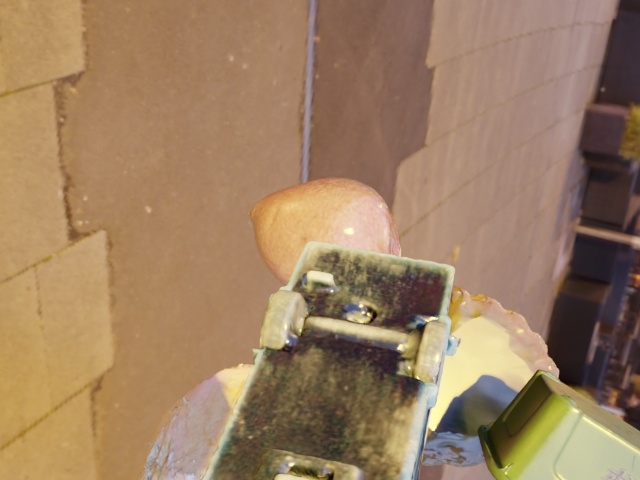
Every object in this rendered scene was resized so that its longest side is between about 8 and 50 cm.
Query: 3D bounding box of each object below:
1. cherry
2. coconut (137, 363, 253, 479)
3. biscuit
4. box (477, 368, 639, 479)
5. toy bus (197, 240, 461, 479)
[{"bbox_3d":[0.008,0.007,1.379,0.239,0.239,0.206,-2,79,-66],"label":"cherry"},{"bbox_3d":[-0.073,0.368,1.253,0.404,0.405,0.404,-46,144,-48],"label":"coconut"},{"bbox_3d":[0.277,0.250,1.609,0.078,0.329,0.335,111,-41,-77],"label":"biscuit"},{"bbox_3d":[0.425,0.352,1.326,0.177,0.329,0.253,-56,179,5],"label":"box"},{"bbox_3d":[-0.002,0.132,0.418,0.297,0.106,0.131,-66,163,-52],"label":"toy bus"}]
